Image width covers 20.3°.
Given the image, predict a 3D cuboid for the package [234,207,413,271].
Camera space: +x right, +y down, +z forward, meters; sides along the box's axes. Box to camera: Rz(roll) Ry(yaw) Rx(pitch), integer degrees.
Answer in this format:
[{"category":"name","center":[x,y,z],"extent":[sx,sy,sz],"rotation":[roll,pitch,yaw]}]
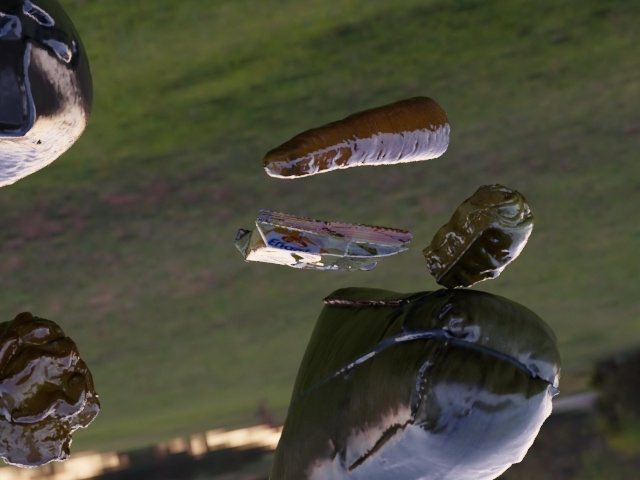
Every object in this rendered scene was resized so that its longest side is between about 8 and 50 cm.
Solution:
[{"category":"package","center":[0.000,0.000,1.259],"extent":[0.108,0.031,0.121],"rotation":[8,171,-10]}]

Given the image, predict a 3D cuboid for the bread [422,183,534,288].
[{"category":"bread","center":[0.142,-0.003,1.564],"extent":[0.060,0.066,0.110],"rotation":[-26,160,-49]}]

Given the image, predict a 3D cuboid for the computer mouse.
[{"category":"computer mouse","center":[-0.214,-0.126,1.335],"extent":[0.088,0.147,0.264],"rotation":[-1,171,-5]}]

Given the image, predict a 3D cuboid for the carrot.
[{"category":"carrot","center":[0.026,-0.086,1.608],"extent":[0.209,0.061,0.061],"rotation":[-15,173,-42]}]

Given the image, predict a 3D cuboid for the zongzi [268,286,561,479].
[{"category":"zongzi","center":[0.055,0.223,1.572],"extent":[0.174,0.393,0.356],"rotation":[25,167,-14]}]

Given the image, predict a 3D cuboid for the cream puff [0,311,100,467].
[{"category":"cream puff","center":[-0.226,0.116,1.362],"extent":[0.094,0.116,0.122],"rotation":[-35,139,-23]}]
